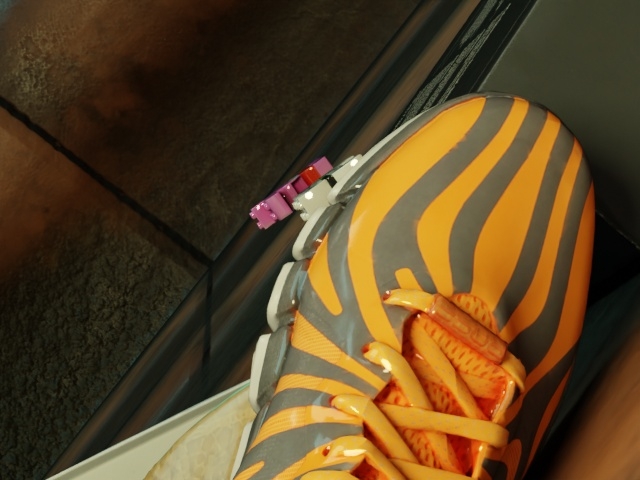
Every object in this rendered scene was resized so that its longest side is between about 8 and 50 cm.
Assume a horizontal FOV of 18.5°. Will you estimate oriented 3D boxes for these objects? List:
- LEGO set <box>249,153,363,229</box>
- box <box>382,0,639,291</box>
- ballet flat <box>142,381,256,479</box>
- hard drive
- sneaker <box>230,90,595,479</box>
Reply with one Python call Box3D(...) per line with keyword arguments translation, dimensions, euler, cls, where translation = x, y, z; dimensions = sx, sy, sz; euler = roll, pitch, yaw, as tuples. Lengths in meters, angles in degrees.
Box3D(translation=(0.000, 0.000, 1.414), dimensions=(0.093, 0.087, 0.227), euler=(-37, 5, -5), cls="LEGO set")
Box3D(translation=(0.120, -0.077, 0.930), dimensions=(0.261, 0.103, 0.184), euler=(-55, 4, -33), cls="box")
Box3D(translation=(-0.076, 0.195, 0.770), dimensions=(0.342, 0.116, 0.124), euler=(-46, 22, 18), cls="ballet flat")
Box3D(translation=(-0.117, 0.147, 1.219), dimensions=(0.233, 0.047, 0.353), euler=(-26, -2, -18), cls="hard drive")
Box3D(translation=(0.036, 0.082, 0.644), dimensions=(0.321, 0.124, 0.180), euler=(-65, 14, -17), cls="sneaker")
